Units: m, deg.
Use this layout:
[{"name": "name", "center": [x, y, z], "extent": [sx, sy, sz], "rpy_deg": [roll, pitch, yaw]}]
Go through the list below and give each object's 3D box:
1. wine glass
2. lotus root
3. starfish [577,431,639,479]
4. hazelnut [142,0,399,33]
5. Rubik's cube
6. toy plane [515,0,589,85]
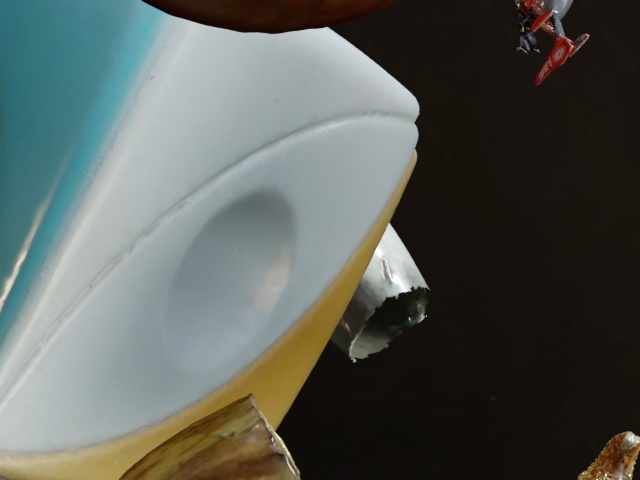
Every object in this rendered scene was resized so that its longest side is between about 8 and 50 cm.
[{"name": "wine glass", "center": [0.000, 0.000, 1.621], "extent": [0.111, 0.111, 0.204], "rpy_deg": [-42, 67, 1]}, {"name": "lotus root", "center": [-0.054, 0.142, 0.981], "extent": [0.135, 0.159, 0.095], "rpy_deg": [-25, 60, -13]}, {"name": "starfish", "center": [0.248, 0.280, 1.833], "extent": [0.312, 0.303, 0.113], "rpy_deg": [-30, 104, -14]}, {"name": "hazelnut", "center": [-0.007, -0.175, 0.724], "extent": [0.170, 0.160, 0.201], "rpy_deg": [6, 85, 26]}, {"name": "Rubik's cube", "center": [-0.186, -0.044, 1.298], "extent": [0.351, 0.347, 0.352], "rpy_deg": [30, 92, 31]}, {"name": "toy plane", "center": [0.156, -0.163, 1.342], "extent": [0.037, 0.145, 0.060], "rpy_deg": [31, 120, -26]}]
